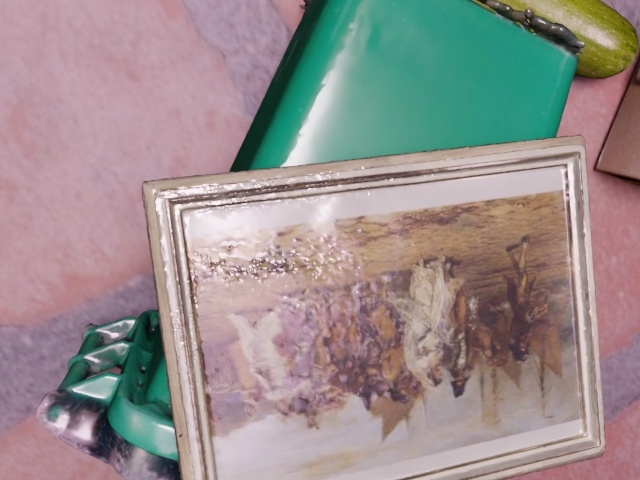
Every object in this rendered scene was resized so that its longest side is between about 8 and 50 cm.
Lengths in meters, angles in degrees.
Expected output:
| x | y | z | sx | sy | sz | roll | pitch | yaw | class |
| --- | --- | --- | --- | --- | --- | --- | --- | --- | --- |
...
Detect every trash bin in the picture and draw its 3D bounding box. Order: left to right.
| x | y | z | sx | sy | sz | roll | pitch | yaw | class |
| --- | --- | --- | --- | --- | --- | --- | --- | --- | --- |
| 0.000 | 0.000 | 0.469 | 0.295 | 0.259 | 0.381 | 20 | 92 | -14 | trash bin |

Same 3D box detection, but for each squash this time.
| x | y | z | sx | sy | sz | roll | pitch | yaw | class |
| --- | --- | --- | --- | --- | --- | --- | --- | --- | --- |
| 0.186 | -0.212 | 0.540 | 0.239 | 0.069 | 0.069 | 23 | 98 | -15 | squash |

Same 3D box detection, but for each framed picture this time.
| x | y | z | sx | sy | sz | roll | pitch | yaw | class |
| --- | --- | --- | --- | --- | --- | --- | --- | --- | --- |
| 0.048 | 0.056 | 0.349 | 0.274 | 0.017 | 0.217 | -9 | 97 | -13 | framed picture |

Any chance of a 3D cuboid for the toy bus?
| x | y | z | sx | sy | sz | roll | pitch | yaw | class |
| --- | --- | --- | --- | --- | --- | --- | --- | --- | --- |
| 0.352 | -0.136 | 0.577 | 0.103 | 0.091 | 0.182 | 16 | 101 | -14 | toy bus |
